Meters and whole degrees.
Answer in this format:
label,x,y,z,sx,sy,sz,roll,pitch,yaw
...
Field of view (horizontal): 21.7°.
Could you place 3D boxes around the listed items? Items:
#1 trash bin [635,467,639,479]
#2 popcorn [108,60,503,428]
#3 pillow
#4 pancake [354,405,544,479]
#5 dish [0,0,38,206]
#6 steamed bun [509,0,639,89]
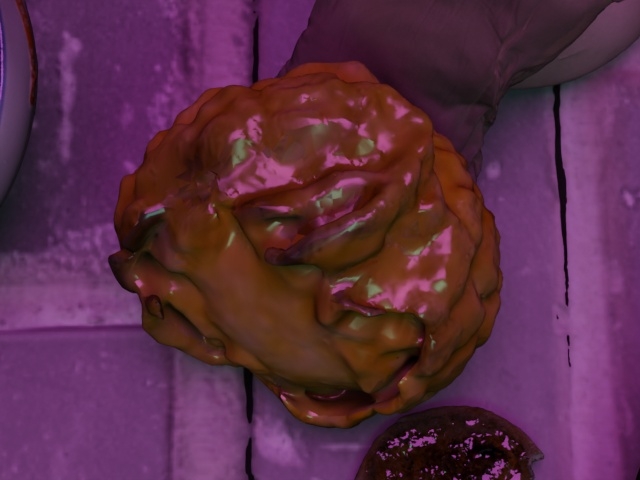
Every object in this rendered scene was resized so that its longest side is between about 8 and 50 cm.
label,x,y,z,sx,sy,sz,roll,pitch,yaw
trash bin,0.261,0.221,0.971,0.252,0.203,0.302,19,70,19
popcorn,0.000,0.000,1.054,0.250,0.250,0.190,14,35,5
pillow,0.078,-0.134,1.091,0.173,0.270,0.067,35,53,3
pancake,0.078,0.162,1.082,0.116,0.023,0.129,13,55,14
dish,-0.278,-0.093,1.139,0.273,0.134,0.273,-4,83,30
steamed bun,0.138,-0.225,1.175,0.231,0.145,0.232,0,69,0
